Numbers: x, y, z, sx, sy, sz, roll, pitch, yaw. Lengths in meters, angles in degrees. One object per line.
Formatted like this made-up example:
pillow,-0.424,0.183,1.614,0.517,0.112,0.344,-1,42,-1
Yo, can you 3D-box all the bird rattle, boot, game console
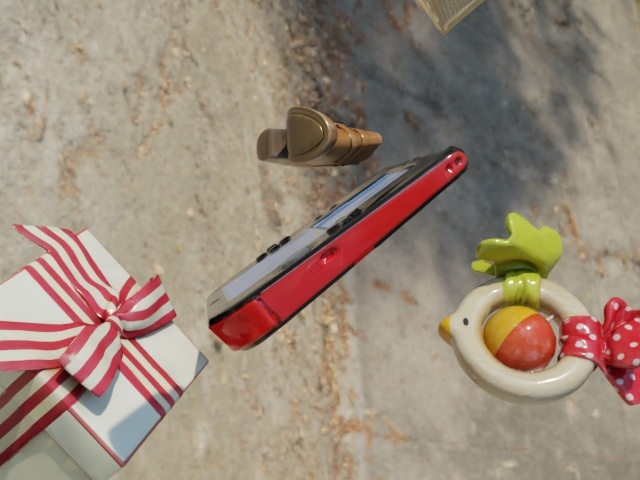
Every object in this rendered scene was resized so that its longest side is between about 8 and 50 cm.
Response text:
bird rattle,0.256,0.109,1.007,0.253,0.207,0.143,49,-20,21
boot,0.018,-0.135,1.169,0.197,0.152,0.073,4,-87,63
game console,0.000,0.000,1.114,0.060,0.342,0.386,50,-5,-6

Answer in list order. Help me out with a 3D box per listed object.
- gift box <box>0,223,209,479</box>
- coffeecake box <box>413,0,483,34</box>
gift box,-0.315,0.145,0.974,0.276,0.258,0.255,47,25,-10
coffeecake box,0.053,-0.221,0.422,0.185,0.142,0.068,53,10,12
